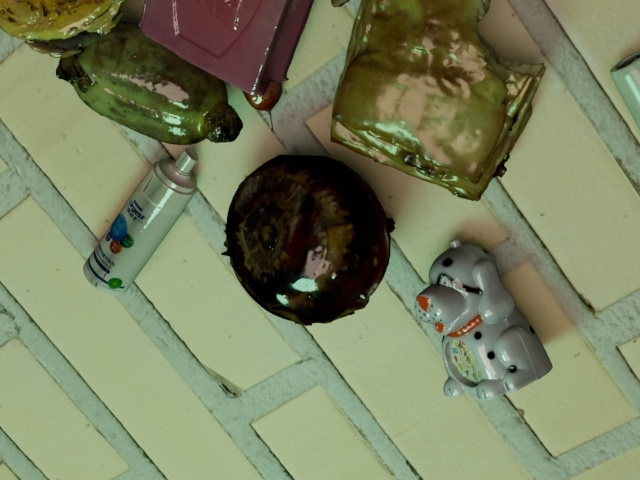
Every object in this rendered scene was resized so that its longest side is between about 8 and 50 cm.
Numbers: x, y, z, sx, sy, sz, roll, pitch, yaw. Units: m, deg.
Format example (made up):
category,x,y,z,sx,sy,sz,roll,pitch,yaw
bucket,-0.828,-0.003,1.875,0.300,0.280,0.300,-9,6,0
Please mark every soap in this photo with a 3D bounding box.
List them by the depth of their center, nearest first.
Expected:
category,x,y,z,sx,sy,sz,roll,pitch,yaw
soap,-0.108,-0.429,1.642,0.233,0.128,0.359,30,122,12

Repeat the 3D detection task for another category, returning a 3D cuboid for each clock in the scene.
category,x,y,z,sx,sy,sz,roll,pitch,yaw
clock,0.255,0.122,1.825,0.189,0.189,0.254,-20,102,19

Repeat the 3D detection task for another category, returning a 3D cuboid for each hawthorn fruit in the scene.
category,x,y,z,sx,sy,sz,roll,pitch,yaw
hawthorn fruit,-0.087,-0.228,1.787,0.067,0.067,0.103,-22,94,20

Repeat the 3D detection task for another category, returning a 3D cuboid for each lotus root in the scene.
category,x,y,z,sx,sy,sz,roll,pitch,yaw
lotus root,-0.264,-0.241,1.776,0.309,0.173,0.173,25,116,3

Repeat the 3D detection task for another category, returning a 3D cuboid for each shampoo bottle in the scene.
category,x,y,z,sx,sy,sz,roll,pitch,yaw
shampoo bottle,-0.299,-0.038,1.904,0.092,0.092,0.303,37,116,-5

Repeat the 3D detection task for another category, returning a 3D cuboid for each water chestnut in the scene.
category,x,y,z,sx,sy,sz,roll,pitch,yaw
water chestnut,0.000,0.000,1.792,0.300,0.300,0.300,4,114,10

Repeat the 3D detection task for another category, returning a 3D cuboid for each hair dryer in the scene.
category,x,y,z,sx,sy,sz,roll,pitch,yaw
hair dryer,0.555,-0.242,1.617,0.236,0.073,0.131,-22,107,39

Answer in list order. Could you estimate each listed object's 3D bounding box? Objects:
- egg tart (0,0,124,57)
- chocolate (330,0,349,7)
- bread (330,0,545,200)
category,x,y,z,sx,sy,sz,roll,pitch,yaw
egg tart,-0.386,-0.417,1.719,0.297,0.132,0.297,-2,74,9
chocolate,0.026,-0.393,1.634,0.064,0.100,0.031,-40,64,0
bread,0.179,-0.249,1.659,0.314,0.191,0.370,22,114,2
